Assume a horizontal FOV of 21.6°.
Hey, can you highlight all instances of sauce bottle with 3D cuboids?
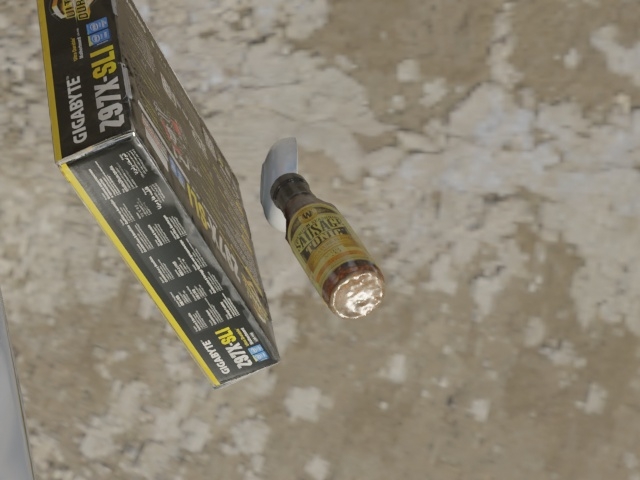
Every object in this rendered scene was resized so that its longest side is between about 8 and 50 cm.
[{"bbox_3d":[0.000,0.000,1.064,0.042,0.128,0.042,-13,127,-19],"label":"sauce bottle"}]

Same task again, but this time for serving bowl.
[{"bbox_3d":[-0.037,-0.048,1.445,0.027,0.083,0.083,2,93,-7],"label":"serving bowl"}]

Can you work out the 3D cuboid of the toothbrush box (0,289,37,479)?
[{"bbox_3d":[-0.241,0.078,0.513,0.283,0.122,0.206,-1,52,-24],"label":"toothbrush box"}]

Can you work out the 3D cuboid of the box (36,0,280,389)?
[{"bbox_3d":[-0.146,-0.060,1.516,0.079,0.257,0.322,-21,135,8],"label":"box"}]
